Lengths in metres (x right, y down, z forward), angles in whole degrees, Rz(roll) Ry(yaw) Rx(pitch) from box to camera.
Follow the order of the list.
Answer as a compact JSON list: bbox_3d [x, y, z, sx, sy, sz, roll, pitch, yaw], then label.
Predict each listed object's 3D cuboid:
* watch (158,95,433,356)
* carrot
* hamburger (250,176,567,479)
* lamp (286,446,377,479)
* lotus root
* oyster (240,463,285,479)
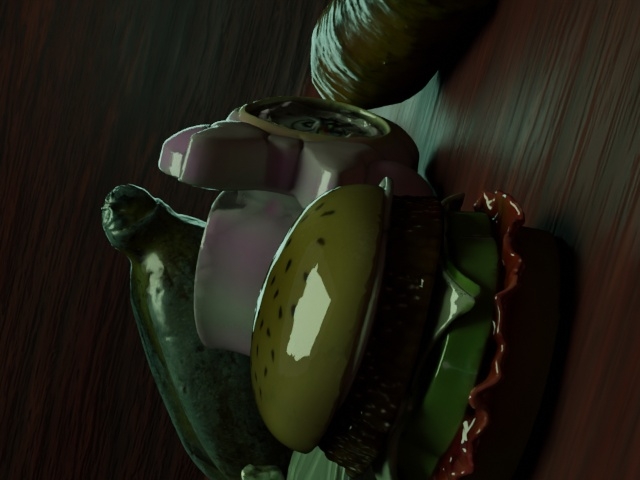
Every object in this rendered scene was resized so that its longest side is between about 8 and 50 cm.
[{"bbox_3d":[-0.014,0.007,1.107,0.248,0.211,0.217,-45,-34,-67],"label":"watch"},{"bbox_3d":[0.064,-0.186,1.114,0.302,0.114,0.114,138,146,-73],"label":"carrot"},{"bbox_3d":[0.035,0.045,0.681,0.175,0.137,0.175,-163,90,-86],"label":"hamburger"},{"bbox_3d":[0.005,0.216,0.996,0.269,0.047,0.266,110,171,-51],"label":"lamp"},{"bbox_3d":[-0.095,0.084,1.284,0.322,0.140,0.158,67,160,-3],"label":"lotus root"},{"bbox_3d":[-0.078,0.329,1.228,0.267,0.112,0.198,94,-167,-56],"label":"oyster"}]
